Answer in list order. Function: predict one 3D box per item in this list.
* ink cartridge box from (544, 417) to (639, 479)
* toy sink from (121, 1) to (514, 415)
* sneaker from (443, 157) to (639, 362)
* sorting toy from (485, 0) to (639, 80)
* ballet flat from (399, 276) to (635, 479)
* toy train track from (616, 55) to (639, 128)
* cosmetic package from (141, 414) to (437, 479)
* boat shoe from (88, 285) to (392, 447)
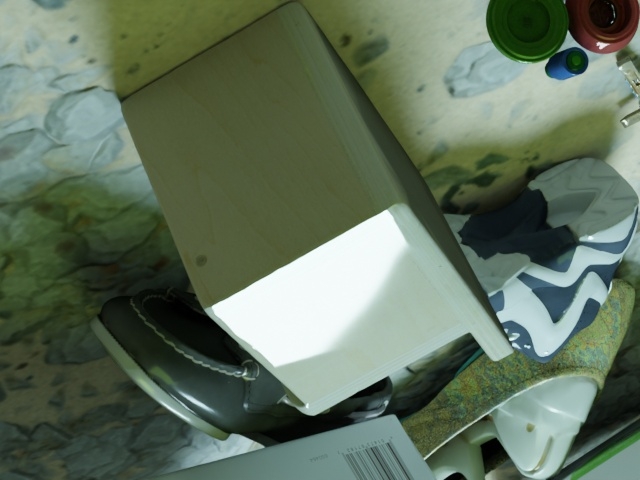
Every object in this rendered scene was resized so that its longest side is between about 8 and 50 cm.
[{"bbox_3d":[0.252,0.236,1.469,0.198,0.115,0.273,-34,171,6],"label":"ink cartridge box"},{"bbox_3d":[0.000,0.000,1.020,0.131,0.153,0.234,-30,149,8],"label":"toy sink"},{"bbox_3d":[0.114,0.045,1.216,0.235,0.094,0.153,-27,141,-16],"label":"sneaker"},{"bbox_3d":[0.142,-0.127,1.035,0.102,0.061,0.042,-7,179,-15],"label":"sorting toy"},{"bbox_3d":[0.128,0.164,1.383,0.348,0.123,0.123,-37,146,17],"label":"ballet flat"},{"bbox_3d":[0.215,-0.101,1.150,0.048,0.014,0.083,-27,143,17],"label":"toy train track"},{"bbox_3d":[-0.127,0.265,1.154,0.377,0.097,0.284,-10,149,-41],"label":"cosmetic package"},{"bbox_3d":[-0.045,0.082,1.166,0.095,0.112,0.335,-47,152,2],"label":"boat shoe"}]
